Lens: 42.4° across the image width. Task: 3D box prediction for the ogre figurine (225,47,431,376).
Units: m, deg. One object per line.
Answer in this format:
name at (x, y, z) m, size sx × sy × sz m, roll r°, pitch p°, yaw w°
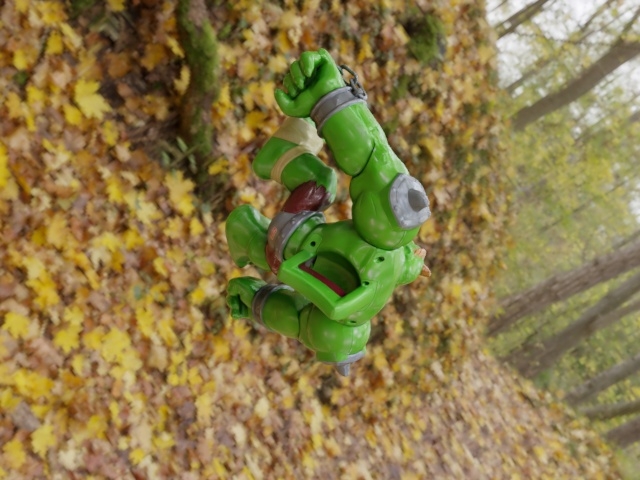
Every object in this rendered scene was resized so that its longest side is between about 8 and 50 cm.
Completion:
ogre figurine at (0.000, 0.000, 0.502) m, size 0.118 × 0.197 × 0.097 m, roll 44°, pitch 22°, yaw 30°
